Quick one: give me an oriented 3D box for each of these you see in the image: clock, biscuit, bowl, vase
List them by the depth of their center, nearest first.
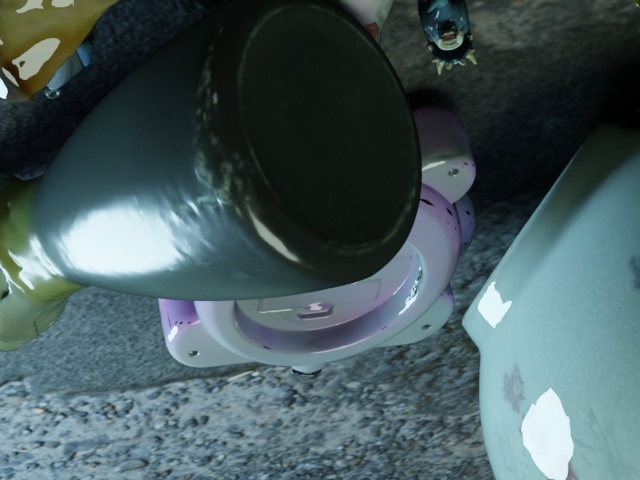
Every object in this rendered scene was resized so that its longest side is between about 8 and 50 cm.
[{"bbox_3d":[-0.118,-0.168,1.002,0.207,0.047,0.164,-26,147,5],"label":"biscuit"},{"bbox_3d":[-0.108,-0.027,1.123,0.321,0.173,0.173,-17,154,41],"label":"vase"},{"bbox_3d":[0.228,0.043,1.308,0.196,0.435,0.435,34,144,6],"label":"bowl"},{"bbox_3d":[0.000,0.000,1.319,0.227,0.090,0.248,-6,148,-13],"label":"clock"}]

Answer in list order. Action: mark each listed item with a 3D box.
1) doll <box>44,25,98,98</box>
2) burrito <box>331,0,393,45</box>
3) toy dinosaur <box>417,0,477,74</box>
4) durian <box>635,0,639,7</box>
[{"bbox_3d":[-0.155,-0.124,1.095,0.057,0.039,0.114,-36,151,-33],"label":"doll"},{"bbox_3d":[0.014,-0.130,1.131,0.064,0.064,0.203,-3,148,-17],"label":"burrito"},{"bbox_3d":[0.079,-0.137,1.157,0.030,0.047,0.083,-15,151,6],"label":"toy dinosaur"},{"bbox_3d":[0.274,-0.163,1.119,0.375,0.132,0.106,7,-173,-35],"label":"durian"}]
